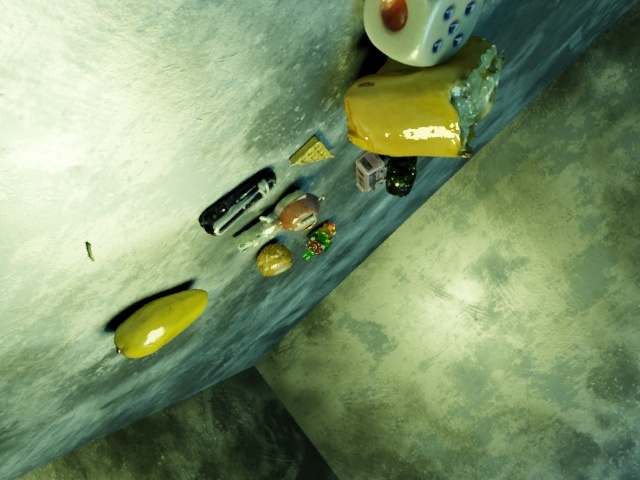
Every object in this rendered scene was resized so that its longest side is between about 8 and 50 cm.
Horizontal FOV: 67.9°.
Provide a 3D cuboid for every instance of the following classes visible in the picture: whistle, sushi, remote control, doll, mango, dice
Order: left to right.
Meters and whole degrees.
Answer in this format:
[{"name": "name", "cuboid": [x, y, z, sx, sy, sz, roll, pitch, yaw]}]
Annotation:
[{"name": "mango", "cuboid": [-0.527, 0.273, 1.575, 0.331, 0.142, 0.195, -27, 164, -50]}, {"name": "remote control", "cuboid": [-0.226, -0.106, 1.375, 0.266, 0.066, 0.090, -38, 169, -10]}, {"name": "whistle", "cuboid": [-0.133, -0.067, 1.621, 0.346, 0.134, 0.142, -31, 173, -7]}, {"name": "doll", "cuboid": [0.003, -0.004, 2.152, 0.186, 0.106, 0.134, -51, 177, -30]}, {"name": "sushi", "cuboid": [0.340, -0.298, 1.985, 0.127, 0.124, 0.225, 96, 6, -61]}, {"name": "dice", "cuboid": [0.221, -0.511, 1.035, 0.192, 0.193, 0.194, -29, 149, -30]}]

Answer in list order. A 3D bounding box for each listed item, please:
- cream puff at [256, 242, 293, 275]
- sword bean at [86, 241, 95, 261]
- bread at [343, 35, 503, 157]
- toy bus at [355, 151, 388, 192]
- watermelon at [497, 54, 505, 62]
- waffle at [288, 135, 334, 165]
[{"name": "cream puff", "cuboid": [-0.184, 0.072, 1.891, 0.150, 0.115, 0.165, -26, 169, -24]}, {"name": "sword bean", "cuboid": [-0.536, 0.029, 1.108, 0.012, 0.012, 0.083, -32, 164, -31]}, {"name": "bread", "cuboid": [0.261, -0.363, 1.264, 0.361, 0.394, 0.250, -51, 133, -40]}, {"name": "toy bus", "cuboid": [0.198, -0.271, 1.894, 0.108, 0.096, 0.199, -35, 162, -7]}, {"name": "watermelon", "cuboid": [0.473, -0.562, 1.654, 0.260, 0.256, 0.176, 87, 9, -62]}, {"name": "waffle", "cuboid": [-0.024, -0.256, 1.508, 0.125, 0.032, 0.191, -44, 163, 5]}]
